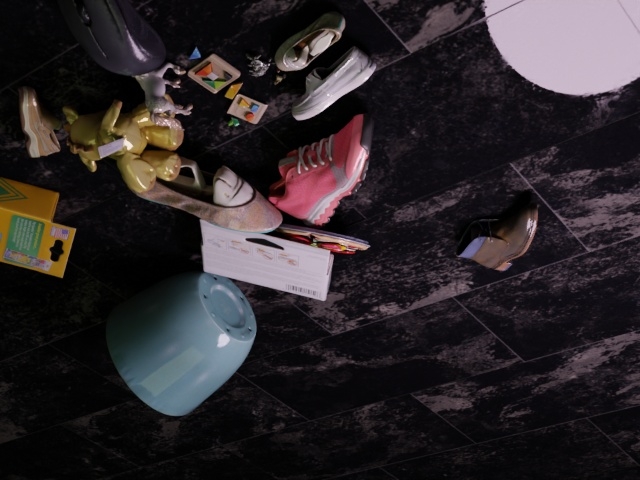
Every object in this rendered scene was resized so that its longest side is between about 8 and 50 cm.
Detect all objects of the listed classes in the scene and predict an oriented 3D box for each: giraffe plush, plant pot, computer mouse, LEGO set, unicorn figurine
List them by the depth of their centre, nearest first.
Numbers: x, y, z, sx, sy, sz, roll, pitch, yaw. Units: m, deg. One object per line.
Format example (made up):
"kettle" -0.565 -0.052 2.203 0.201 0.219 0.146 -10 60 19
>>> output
"computer mouse" -0.353 -0.340 1.667 0.188 0.072 0.272 -2 148 33
"LEGO set" -0.097 -0.295 1.833 0.083 0.023 0.054 20 141 -18
"unicorn figurine" -0.288 -0.269 1.838 0.111 0.162 0.060 -3 148 -37
"giraffe plush" -0.376 -0.183 1.921 0.170 0.181 0.210 10 -170 37
"plant pot" -0.286 0.201 2.334 0.235 0.293 0.293 -36 129 23

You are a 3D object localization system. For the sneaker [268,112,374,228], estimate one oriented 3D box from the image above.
"sneaker" -0.005 -0.131 1.967 0.136 0.116 0.314 19 142 -15

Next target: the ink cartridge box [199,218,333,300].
"ink cartridge box" -0.110 0.022 2.182 0.275 0.060 0.239 14 151 4

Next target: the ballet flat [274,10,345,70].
"ballet flat" -0.023 -0.322 1.761 0.057 0.052 0.168 27 139 -27

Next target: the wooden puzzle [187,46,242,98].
"wooden puzzle" -0.187 -0.291 1.859 0.116 0.014 0.078 27 139 -26

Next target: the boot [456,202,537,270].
"boot" 0.352 -0.009 2.111 0.106 0.082 0.219 10 146 -10

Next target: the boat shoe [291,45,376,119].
"boat shoe" 0.010 -0.272 1.820 0.184 0.066 0.063 -26 119 39

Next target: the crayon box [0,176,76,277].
"crayon box" -0.675 -0.043 2.207 0.323 0.083 0.203 16 143 -13

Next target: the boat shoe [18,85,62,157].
"boat shoe" -0.517 -0.223 1.966 0.072 0.068 0.190 -3 155 -8

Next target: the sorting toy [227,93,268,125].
"sorting toy" -0.139 -0.231 1.935 0.062 0.012 0.083 18 142 -17

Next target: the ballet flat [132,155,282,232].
"ballet flat" -0.223 -0.099 2.022 0.316 0.107 0.106 14 132 7

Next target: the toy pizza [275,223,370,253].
"toy pizza" 0.000 0.000 2.128 0.201 0.032 0.201 12 178 0
